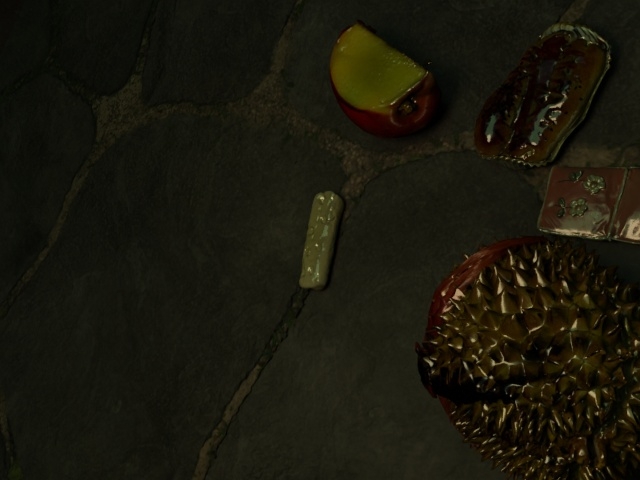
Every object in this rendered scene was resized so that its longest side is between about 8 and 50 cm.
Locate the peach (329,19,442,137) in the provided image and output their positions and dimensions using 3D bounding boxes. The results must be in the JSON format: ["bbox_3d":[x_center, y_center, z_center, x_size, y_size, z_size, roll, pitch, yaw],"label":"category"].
[{"bbox_3d":[0.101,-0.286,1.416,0.154,0.159,0.267,-44,54,0],"label":"peach"}]

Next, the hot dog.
[{"bbox_3d":[0.365,-0.238,1.264,0.162,0.082,0.270,34,93,37],"label":"hot dog"}]

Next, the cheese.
[{"bbox_3d":[0.000,0.000,1.453,0.065,0.043,0.194,3,75,35],"label":"cheese"}]

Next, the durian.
[{"bbox_3d":[0.290,0.154,0.995,0.347,0.347,0.384,-40,25,16],"label":"durian"}]

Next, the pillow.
[{"bbox_3d":[0.452,-0.055,1.155,0.232,0.043,0.126,7,76,36],"label":"pillow"}]
